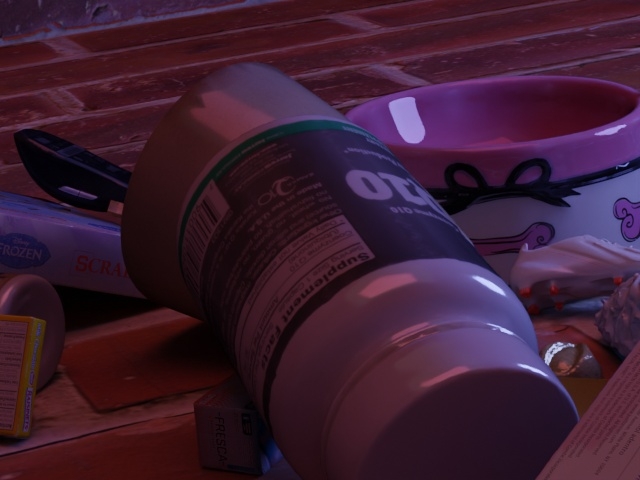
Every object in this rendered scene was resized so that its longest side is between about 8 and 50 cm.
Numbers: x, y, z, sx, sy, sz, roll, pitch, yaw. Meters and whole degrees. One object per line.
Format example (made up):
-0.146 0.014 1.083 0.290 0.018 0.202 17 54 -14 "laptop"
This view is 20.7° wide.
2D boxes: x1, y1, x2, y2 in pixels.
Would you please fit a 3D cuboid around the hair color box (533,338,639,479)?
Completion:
0.310 0.164 1.031 0.339 0.110 0.185 15 57 48 "hair color box"

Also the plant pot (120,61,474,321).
0.000 0.000 1.623 0.274 0.256 0.256 28 34 34 "plant pot"

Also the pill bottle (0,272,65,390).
-0.344 0.082 1.636 0.187 0.112 0.112 3 19 25 "pill bottle"

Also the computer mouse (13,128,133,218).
-0.244 -0.045 1.993 0.262 0.060 0.184 24 11 -3 "computer mouse"

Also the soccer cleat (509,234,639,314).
0.276 0.025 1.663 0.196 0.068 0.076 -3 50 17 "soccer cleat"

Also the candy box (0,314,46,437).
-0.340 0.114 1.550 0.206 0.105 0.027 3 -7 26 "candy box"

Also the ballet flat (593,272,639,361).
0.354 0.067 1.423 0.147 0.147 0.409 -11 17 -17 "ballet flat"

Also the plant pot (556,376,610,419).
0.202 0.157 1.275 0.081 0.081 0.083 0 30 19 "plant pot"

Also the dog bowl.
0.191 -0.072 1.898 0.408 0.150 0.408 -6 17 2 "dog bowl"

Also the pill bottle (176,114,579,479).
0.036 0.068 1.309 0.204 0.204 0.361 -11 34 -18 "pill bottle"

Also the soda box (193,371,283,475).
-0.033 0.131 1.465 0.063 0.058 0.183 4 21 28 "soda box"

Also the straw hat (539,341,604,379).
0.203 0.116 1.432 0.144 0.061 0.144 -6 17 2 "straw hat"

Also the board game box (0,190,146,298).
-0.358 -0.015 1.839 0.319 0.066 0.318 11 4 -37 "board game box"
